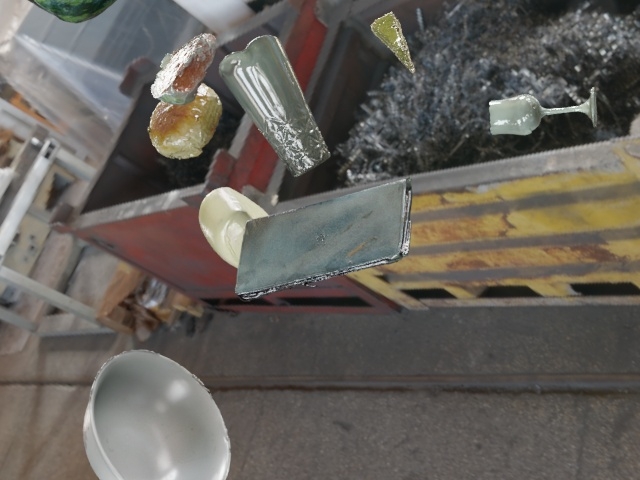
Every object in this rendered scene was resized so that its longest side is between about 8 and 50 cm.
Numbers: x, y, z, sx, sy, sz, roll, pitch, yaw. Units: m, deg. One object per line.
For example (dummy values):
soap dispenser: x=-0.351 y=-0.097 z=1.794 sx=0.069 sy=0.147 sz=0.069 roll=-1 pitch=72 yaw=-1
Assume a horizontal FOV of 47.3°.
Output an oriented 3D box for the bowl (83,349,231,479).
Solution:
bowl: x=-0.361 y=0.409 z=1.483 sx=0.157 sy=0.345 sz=0.346 roll=-40 pitch=37 yaw=24

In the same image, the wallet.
wallet: x=0.000 y=0.000 z=1.411 sx=0.378 sy=0.046 sz=0.191 roll=-14 pitch=50 yaw=28

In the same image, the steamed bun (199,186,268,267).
steamed bun: x=-0.199 y=-0.011 z=1.886 sx=0.155 sy=0.250 sz=0.200 roll=-49 pitch=43 yaw=7

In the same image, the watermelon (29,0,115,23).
watermelon: x=-0.374 y=-0.367 z=1.002 sx=0.202 sy=0.207 sz=0.136 roll=28 pitch=121 yaw=27

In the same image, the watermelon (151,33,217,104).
watermelon: x=-0.229 y=-0.302 z=1.293 sx=0.139 sy=0.071 sz=0.187 roll=-41 pitch=31 yaw=24

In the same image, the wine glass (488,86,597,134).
wine glass: x=0.427 y=-0.246 z=1.410 sx=0.195 sy=0.079 sz=0.079 roll=-1 pitch=59 yaw=25

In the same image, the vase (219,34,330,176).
vase: x=-0.092 y=-0.298 z=1.664 sx=0.156 sy=0.301 sz=0.251 roll=-30 pitch=8 yaw=5

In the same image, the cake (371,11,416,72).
cake: x=0.155 y=-0.384 z=1.417 sx=0.055 sy=0.051 sz=0.140 roll=-36 pitch=56 yaw=6

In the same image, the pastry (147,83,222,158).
pastry: x=-0.328 y=-0.290 z=1.751 sx=0.182 sy=0.093 sz=0.193 roll=-4 pitch=61 yaw=37
